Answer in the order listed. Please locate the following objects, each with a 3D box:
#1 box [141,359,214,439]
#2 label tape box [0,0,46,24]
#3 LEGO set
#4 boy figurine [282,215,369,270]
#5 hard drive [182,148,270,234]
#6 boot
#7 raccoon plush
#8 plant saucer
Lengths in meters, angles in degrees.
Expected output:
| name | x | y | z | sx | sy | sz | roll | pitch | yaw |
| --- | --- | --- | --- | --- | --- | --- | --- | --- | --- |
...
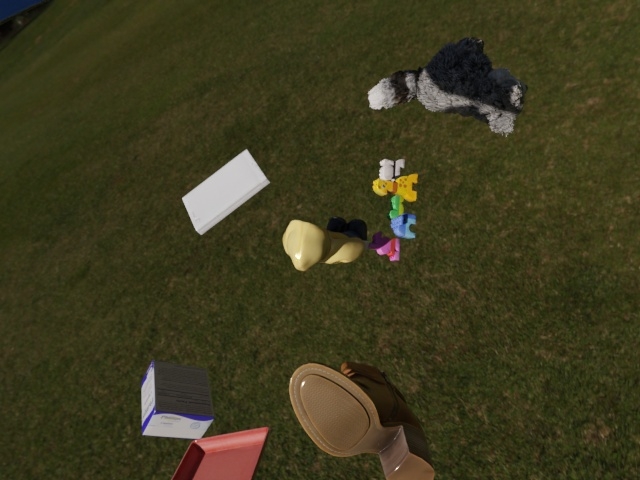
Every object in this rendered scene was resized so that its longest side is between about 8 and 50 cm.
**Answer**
| name | x | y | z | sx | sy | sz | roll | pitch | yaw |
| --- | --- | --- | --- | --- | --- | --- | --- | --- | --- |
| box | -0.300 | 0.331 | 0.893 | 0.072 | 0.126 | 0.137 | -58 | 33 | 17 |
| label tape box | -0.357 | -0.194 | 0.207 | 0.333 | 0.106 | 0.241 | 14 | 45 | -4 |
| LEGO set | 0.142 | -0.080 | 0.892 | 0.087 | 0.093 | 0.227 | 155 | 123 | -67 |
| boy figurine | 0.000 | 0.000 | 0.845 | 0.177 | 0.285 | 0.092 | 9 | 96 | 22 |
| hard drive | -0.349 | -0.182 | 1.560 | 0.307 | 0.040 | 0.203 | -37 | 52 | 2 |
| boot | 0.061 | 0.252 | 0.712 | 0.109 | 0.283 | 0.220 | -52 | 13 | 10 |
| raccoon plush | 0.402 | -0.416 | 1.332 | 0.446 | 0.216 | 0.299 | -24 | 51 | 16 |
| plant saucer | -0.261 | 0.595 | 1.052 | 0.259 | 0.048 | 0.258 | -18 | 21 | 20 |
